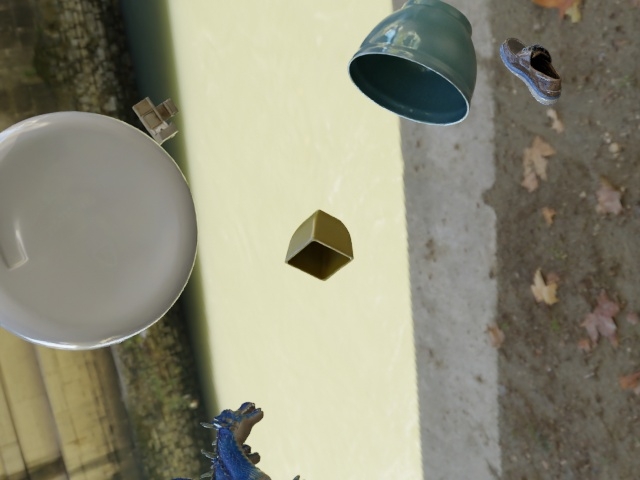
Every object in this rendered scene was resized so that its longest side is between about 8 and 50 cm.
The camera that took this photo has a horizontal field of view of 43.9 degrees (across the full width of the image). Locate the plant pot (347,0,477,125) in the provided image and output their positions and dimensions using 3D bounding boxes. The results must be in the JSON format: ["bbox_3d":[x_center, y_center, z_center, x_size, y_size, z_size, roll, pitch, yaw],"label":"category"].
[{"bbox_3d":[0.233,-0.423,1.810,0.293,0.293,0.196,-3,61,64],"label":"plant pot"}]

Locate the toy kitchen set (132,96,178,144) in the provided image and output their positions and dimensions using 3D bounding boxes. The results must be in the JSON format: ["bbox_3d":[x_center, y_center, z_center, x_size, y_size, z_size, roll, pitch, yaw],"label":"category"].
[{"bbox_3d":[-0.284,-0.228,1.434,0.083,0.068,0.075,55,165,-10],"label":"toy kitchen set"}]

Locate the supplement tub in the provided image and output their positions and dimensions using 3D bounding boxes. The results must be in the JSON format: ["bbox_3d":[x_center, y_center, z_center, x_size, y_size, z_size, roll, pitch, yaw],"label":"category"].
[{"bbox_3d":[-0.279,-0.002,0.869,0.316,0.228,0.228,-8,97,66],"label":"supplement tub"}]

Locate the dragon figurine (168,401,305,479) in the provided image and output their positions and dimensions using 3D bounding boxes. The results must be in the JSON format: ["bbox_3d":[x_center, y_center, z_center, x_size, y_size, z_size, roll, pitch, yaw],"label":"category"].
[{"bbox_3d":[-0.100,0.259,0.687,0.144,0.289,0.085,1,122,32],"label":"dragon figurine"}]

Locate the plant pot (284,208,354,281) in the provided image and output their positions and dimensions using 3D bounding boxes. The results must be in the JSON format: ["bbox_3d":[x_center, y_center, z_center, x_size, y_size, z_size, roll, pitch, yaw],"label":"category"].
[{"bbox_3d":[0.000,0.000,1.266,0.081,0.081,0.083,-39,35,41],"label":"plant pot"}]

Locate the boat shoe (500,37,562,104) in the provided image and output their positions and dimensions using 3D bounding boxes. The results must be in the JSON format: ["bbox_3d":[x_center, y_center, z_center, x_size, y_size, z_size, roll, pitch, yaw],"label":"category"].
[{"bbox_3d":[0.425,-0.352,1.574,0.183,0.066,0.066,59,153,32],"label":"boat shoe"}]
